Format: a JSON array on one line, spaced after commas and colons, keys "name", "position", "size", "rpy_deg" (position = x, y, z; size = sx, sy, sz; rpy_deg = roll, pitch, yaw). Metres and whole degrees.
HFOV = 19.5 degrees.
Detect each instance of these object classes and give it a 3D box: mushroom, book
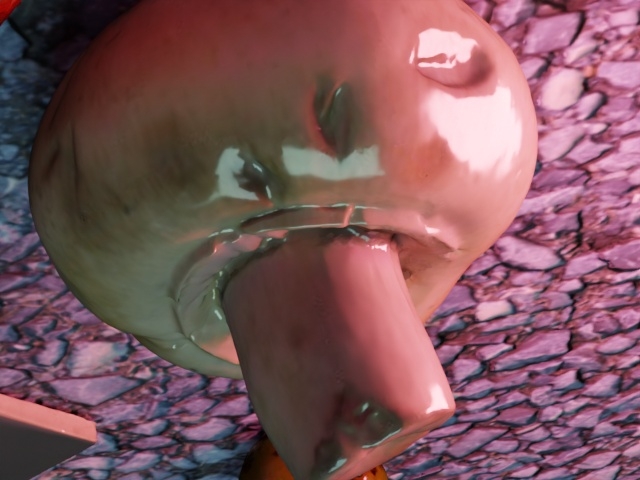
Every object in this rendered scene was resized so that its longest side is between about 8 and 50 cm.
[{"name": "mushroom", "position": [-0.006, -0.022, 1.282], "size": [0.353, 0.353, 0.325], "rpy_deg": [-23, 180, 17]}, {"name": "book", "position": [-0.435, 0.231, 1.789], "size": [0.379, 0.031, 0.264], "rpy_deg": [-29, 147, 27]}]

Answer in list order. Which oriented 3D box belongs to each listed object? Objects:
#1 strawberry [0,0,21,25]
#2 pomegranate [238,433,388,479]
[{"name": "strawberry", "position": [-0.247, -0.173, 1.056], "size": [0.265, 0.149, 0.336], "rpy_deg": [-5, 150, -16]}, {"name": "pomegranate", "position": [-0.024, 0.254, 1.901], "size": [0.156, 0.156, 0.220], "rpy_deg": [11, 174, -35]}]
